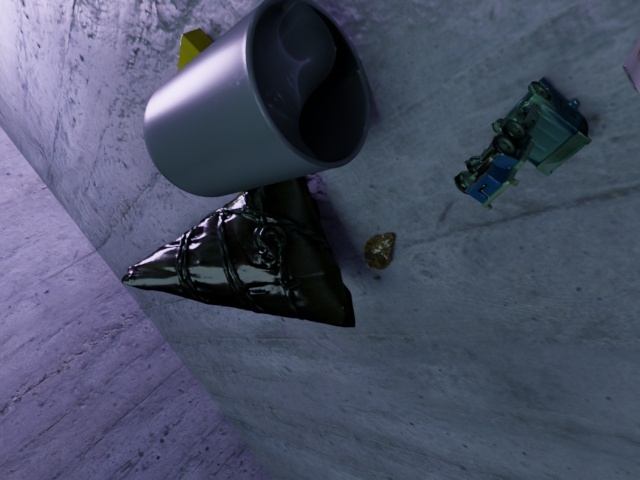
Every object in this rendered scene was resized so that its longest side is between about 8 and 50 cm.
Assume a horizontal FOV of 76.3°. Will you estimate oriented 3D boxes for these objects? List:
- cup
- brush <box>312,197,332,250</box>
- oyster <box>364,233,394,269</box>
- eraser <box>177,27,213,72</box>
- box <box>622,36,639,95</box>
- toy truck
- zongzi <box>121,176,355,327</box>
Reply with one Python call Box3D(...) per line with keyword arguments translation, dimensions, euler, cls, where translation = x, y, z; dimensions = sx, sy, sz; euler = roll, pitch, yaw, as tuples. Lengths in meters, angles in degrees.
Box3D(translation=(-0.109, -0.177, 0.586), dimensions=(0.312, 0.205, 0.205), euler=(-5, 118, 44), cls="cup")
Box3D(translation=(0.000, 0.000, 0.817), dimensions=(0.063, 0.016, 0.193), euler=(20, 136, 38), cls="brush")
Box3D(translation=(0.100, 0.020, 0.716), dimensions=(0.051, 0.034, 0.093), euler=(22, 133, 23), cls="oyster")
Box3D(translation=(-0.198, -0.297, 0.733), dimensions=(0.122, 0.045, 0.097), euler=(46, 145, 4), cls="eraser")
Box3D(translation=(0.318, -0.182, 0.224), dimensions=(0.150, 0.067, 0.233), euler=(17, 138, 9), cls="box")
Box3D(translation=(0.199, -0.084, 0.390), dimensions=(0.081, 0.175, 0.067), euler=(39, 144, 5), cls="toy truck")
Box3D(translation=(-0.126, 0.028, 0.846), dimensions=(0.384, 0.362, 0.318), euler=(-13, 90, 18), cls="zongzi")
